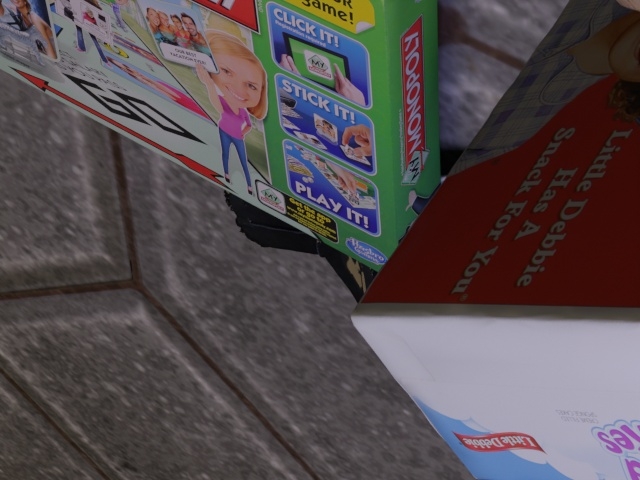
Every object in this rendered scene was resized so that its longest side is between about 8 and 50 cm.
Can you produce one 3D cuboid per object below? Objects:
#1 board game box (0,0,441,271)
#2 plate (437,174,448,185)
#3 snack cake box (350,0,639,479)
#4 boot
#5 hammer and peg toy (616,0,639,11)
[{"bbox_3d":[-0.080,-0.124,1.008,0.317,0.046,0.213,28,150,24],"label":"board game box"},{"bbox_3d":[0.122,0.026,1.051,0.188,0.024,0.188,27,151,16],"label":"plate"},{"bbox_3d":[0.147,-0.040,0.657,0.152,0.264,0.089,1,136,50],"label":"snack cake box"},{"bbox_3d":[0.000,0.001,1.132,0.099,0.045,0.121,10,135,38],"label":"boot"},{"bbox_3d":[-0.011,-0.192,0.617,0.361,0.266,0.127,8,159,42],"label":"hammer and peg toy"}]
